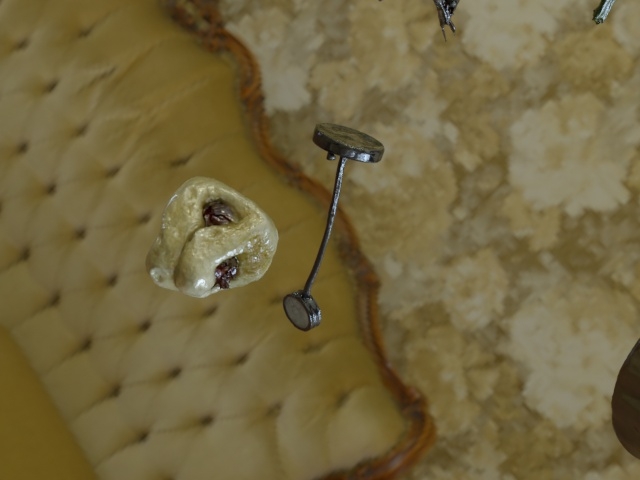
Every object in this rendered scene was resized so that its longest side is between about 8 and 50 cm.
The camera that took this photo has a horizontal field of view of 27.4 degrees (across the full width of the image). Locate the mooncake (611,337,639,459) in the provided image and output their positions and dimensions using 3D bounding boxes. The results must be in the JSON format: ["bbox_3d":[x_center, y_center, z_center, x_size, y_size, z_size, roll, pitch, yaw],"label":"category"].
[{"bbox_3d":[0.573,0.222,1.953,0.161,0.290,0.290,35,11,40],"label":"mooncake"}]

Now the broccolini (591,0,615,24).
[{"bbox_3d":[0.439,-0.394,1.875,0.074,0.201,0.058,26,25,12],"label":"broccolini"}]

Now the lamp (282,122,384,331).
[{"bbox_3d":[0.027,-0.016,1.998,0.108,0.371,0.130,-27,44,-37],"label":"lamp"}]

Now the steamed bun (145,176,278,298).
[{"bbox_3d":[-0.166,0.013,1.817,0.172,0.141,0.155,26,46,16],"label":"steamed bun"}]

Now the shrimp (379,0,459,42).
[{"bbox_3d":[0.147,-0.495,1.979,0.166,0.411,0.221,10,36,14],"label":"shrimp"}]
